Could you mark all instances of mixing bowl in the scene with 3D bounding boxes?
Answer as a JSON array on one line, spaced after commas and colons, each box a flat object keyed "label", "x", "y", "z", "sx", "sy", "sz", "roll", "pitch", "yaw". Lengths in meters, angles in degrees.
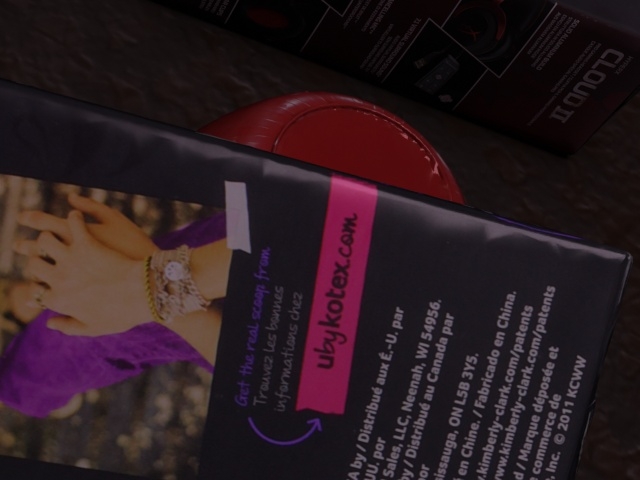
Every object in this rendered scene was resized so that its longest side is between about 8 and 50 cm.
[{"label": "mixing bowl", "x": 0.000, "y": 0.000, "z": 0.684, "sx": 0.182, "sy": 0.098, "sz": 0.181, "roll": 12, "pitch": 56, "yaw": -18}]

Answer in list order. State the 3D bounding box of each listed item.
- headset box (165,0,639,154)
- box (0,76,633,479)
[{"label": "headset box", "x": 0.071, "y": -0.193, "z": 0.831, "sx": 0.293, "sy": 0.110, "sz": 0.218, "roll": 19, "pitch": 54, "yaw": -14}, {"label": "box", "x": -0.048, "y": 0.034, "z": 0.537, "sx": 0.270, "sy": 0.165, "sz": 0.143, "roll": 16, "pitch": 91, "yaw": 0}]
